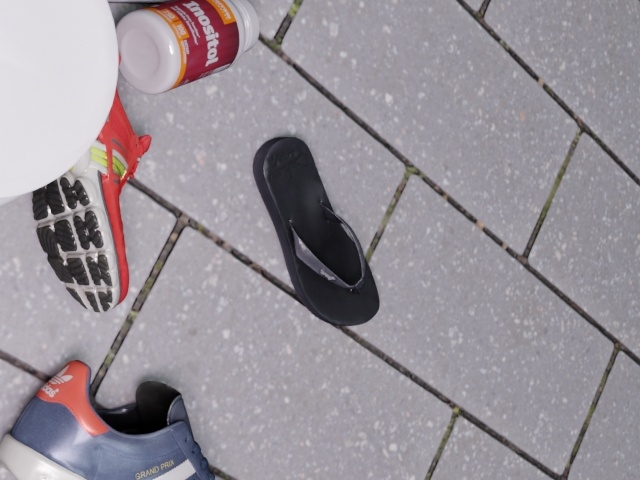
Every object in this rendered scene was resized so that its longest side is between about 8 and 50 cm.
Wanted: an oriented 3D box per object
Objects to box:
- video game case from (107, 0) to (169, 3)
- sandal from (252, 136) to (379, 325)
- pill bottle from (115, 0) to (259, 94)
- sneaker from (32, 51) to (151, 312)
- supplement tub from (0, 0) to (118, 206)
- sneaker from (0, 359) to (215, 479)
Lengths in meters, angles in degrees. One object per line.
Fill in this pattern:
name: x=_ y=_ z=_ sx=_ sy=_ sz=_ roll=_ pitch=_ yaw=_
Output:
video game case: x=-0.245 y=-0.340 z=1.194 sx=0.227 sy=0.026 sz=0.206 roll=-7 pitch=99 yaw=-37
sandal: x=-0.001 y=0.000 z=1.397 sx=0.097 sy=0.054 sz=0.254 roll=-43 pitch=118 yaw=-27
pill bottle: x=-0.133 y=-0.208 z=1.245 sx=0.152 sy=0.086 sz=0.086 roll=-32 pitch=113 yaw=-48
sneaker: x=-0.214 y=-0.067 z=1.197 sx=0.118 sy=0.107 sz=0.279 roll=-20 pitch=109 yaw=-46
supplement tub: x=-0.327 y=-0.140 z=0.951 sx=0.241 sy=0.331 sz=0.241 roll=-4 pitch=97 yaw=-38
sneaker: x=-0.152 y=0.238 z=1.250 sx=0.350 sy=0.131 sz=0.148 roll=36 pitch=77 yaw=-34
